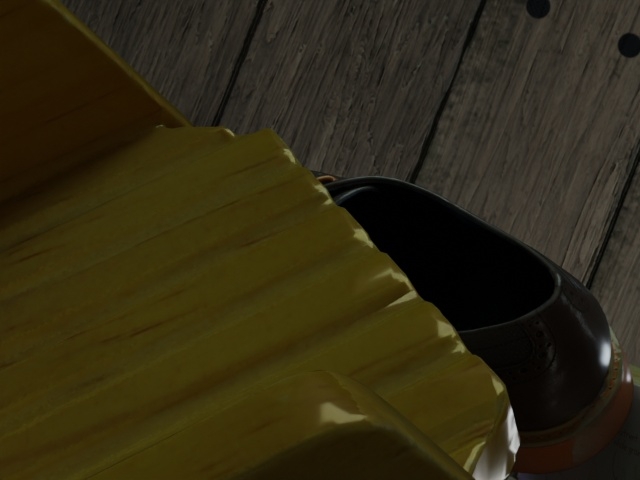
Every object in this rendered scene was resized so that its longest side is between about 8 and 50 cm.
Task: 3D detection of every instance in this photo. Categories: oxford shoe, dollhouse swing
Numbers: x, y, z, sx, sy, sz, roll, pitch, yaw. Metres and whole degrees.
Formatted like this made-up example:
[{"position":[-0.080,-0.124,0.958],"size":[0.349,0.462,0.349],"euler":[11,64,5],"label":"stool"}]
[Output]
[{"position":[0.000,0.000,0.846],"size":[0.363,0.130,0.133],"euler":[18,-27,32],"label":"oxford shoe"},{"position":[-0.149,-0.028,0.484],"size":[0.347,0.315,0.305],"euler":[49,-18,52],"label":"dollhouse swing"}]

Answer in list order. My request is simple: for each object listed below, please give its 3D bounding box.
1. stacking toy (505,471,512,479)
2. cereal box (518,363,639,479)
[{"position":[0.045,0.176,1.011],"size":[0.141,0.141,0.330],"euler":[21,-30,11],"label":"stacking toy"},{"position":[0.162,0.191,0.832],"size":[0.047,0.240,0.173],"euler":[5,5,-26],"label":"cereal box"}]
